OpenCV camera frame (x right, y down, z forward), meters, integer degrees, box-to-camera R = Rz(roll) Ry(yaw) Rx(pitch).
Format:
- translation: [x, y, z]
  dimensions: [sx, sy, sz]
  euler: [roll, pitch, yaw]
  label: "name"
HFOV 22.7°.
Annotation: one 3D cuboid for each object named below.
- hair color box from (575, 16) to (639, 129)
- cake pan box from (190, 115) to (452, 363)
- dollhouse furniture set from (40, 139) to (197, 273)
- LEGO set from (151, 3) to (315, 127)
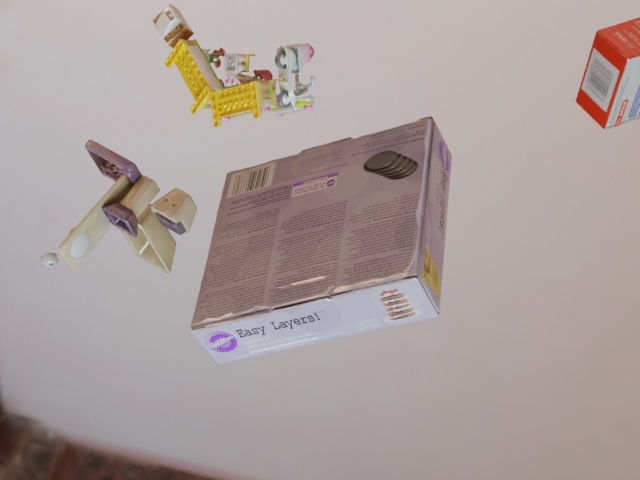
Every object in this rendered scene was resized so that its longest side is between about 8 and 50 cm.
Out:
- translation: [0.340, -0.178, 1.567]
  dimensions: [0.167, 0.053, 0.093]
  euler: [-21, 142, -26]
  label: "hair color box"
- translation: [0.000, 0.000, 1.661]
  dimensions: [0.246, 0.266, 0.070]
  euler: [-81, 150, -48]
  label: "cake pan box"
- translation: [-0.122, 0.013, 1.017]
  dimensions: [0.081, 0.091, 0.114]
  euler: [-52, 151, -18]
  label: "dollhouse furniture set"
- translation: [-0.103, -0.217, 2.064]
  dimensions: [0.107, 0.287, 0.132]
  euler: [-6, 111, -42]
  label: "LEGO set"
